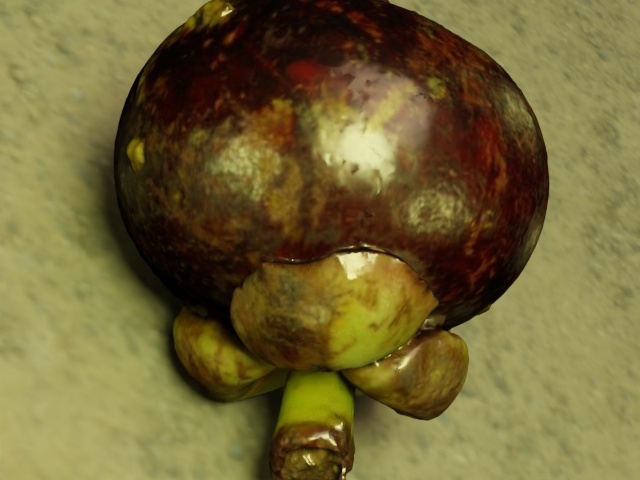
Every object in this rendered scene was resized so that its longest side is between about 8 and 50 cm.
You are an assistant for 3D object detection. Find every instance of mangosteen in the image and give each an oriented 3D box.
[{"bbox_3d":[0.000,0.000,0.711,0.192,0.192,0.217,18,75,-31],"label":"mangosteen"}]
